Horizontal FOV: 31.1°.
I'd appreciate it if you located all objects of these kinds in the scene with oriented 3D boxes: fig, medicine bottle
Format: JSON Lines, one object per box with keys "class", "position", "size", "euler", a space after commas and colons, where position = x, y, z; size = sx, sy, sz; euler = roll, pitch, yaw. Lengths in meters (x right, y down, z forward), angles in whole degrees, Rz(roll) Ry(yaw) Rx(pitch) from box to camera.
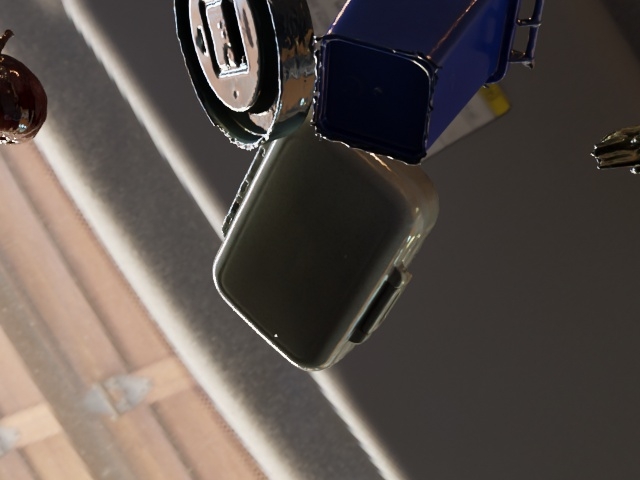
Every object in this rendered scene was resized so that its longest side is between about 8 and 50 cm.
{"class": "fig", "position": [-0.398, -0.184, 1.452], "size": [0.128, 0.128, 0.150], "euler": [33, -97, 16]}
{"class": "medicine bottle", "position": [0.000, 0.000, 1.635], "size": [0.282, 0.123, 0.375], "euler": [43, -51, 16]}

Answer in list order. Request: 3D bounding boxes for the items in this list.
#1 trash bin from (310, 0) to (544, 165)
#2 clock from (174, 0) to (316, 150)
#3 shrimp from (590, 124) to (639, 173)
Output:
{"class": "trash bin", "position": [0.102, -0.190, 1.110], "size": [0.184, 0.234, 0.163], "euler": [18, -47, 16]}
{"class": "clock", "position": [-0.095, -0.251, 1.391], "size": [0.280, 0.055, 0.281], "euler": [40, -41, 47]}
{"class": "shrimp", "position": [0.309, -0.119, 0.923], "size": [0.219, 0.046, 0.152], "euler": [-20, -45, 28]}
